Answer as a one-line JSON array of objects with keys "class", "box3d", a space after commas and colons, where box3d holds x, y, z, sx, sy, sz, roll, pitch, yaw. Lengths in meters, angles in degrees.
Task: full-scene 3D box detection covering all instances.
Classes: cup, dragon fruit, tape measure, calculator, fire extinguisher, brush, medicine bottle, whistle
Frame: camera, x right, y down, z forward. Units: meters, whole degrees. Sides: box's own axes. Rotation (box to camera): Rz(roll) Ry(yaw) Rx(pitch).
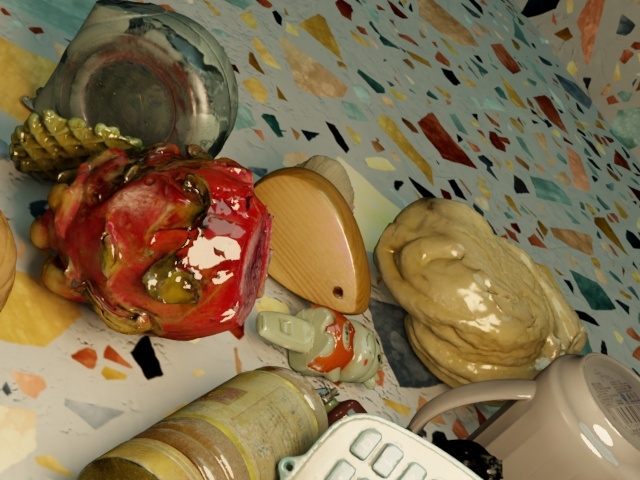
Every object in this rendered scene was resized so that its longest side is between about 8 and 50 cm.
[{"class": "cup", "box3d": [0.301, 0.308, 1.531, 0.323, 0.327, 0.237, 37, 29, -6]}, {"class": "dragon fruit", "box3d": [-0.217, 0.002, 1.338, 0.291, 0.250, 0.269, 14, 15, 7]}, {"class": "tape measure", "box3d": [-0.253, -0.210, 1.532, 0.275, 0.256, 0.147, 40, 27, -1]}, {"class": "calculator", "box3d": [0.105, 0.370, 1.200, 0.386, 0.256, 0.054, 39, -14, 2]}, {"class": "fire extinguisher", "box3d": [0.049, 0.293, 1.504, 0.231, 0.071, 0.099, 49, 51, 6]}, {"class": "brush", "box3d": [0.000, 0.000, 1.699, 0.266, 0.174, 0.166, 55, 22, 5]}, {"class": "medicine bottle", "box3d": [-0.124, 0.259, 1.238, 0.151, 0.151, 0.322, 51, 30, 8]}, {"class": "whistle", "box3d": [0.008, 0.151, 1.586, 0.253, 0.105, 0.101, 22, 21, -36]}]

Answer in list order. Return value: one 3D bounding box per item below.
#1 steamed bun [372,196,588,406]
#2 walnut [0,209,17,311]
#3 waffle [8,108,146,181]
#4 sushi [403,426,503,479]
[{"class": "steamed bun", "box3d": [0.256, 0.112, 1.811, 0.372, 0.230, 0.324, 32, 32, -27]}, {"class": "walnut", "box3d": [-0.428, 0.022, 1.093, 0.228, 0.228, 0.228, 32, 33, -24]}, {"class": "waffle", "box3d": [-0.321, -0.116, 1.432, 0.184, 0.169, 0.036, 19, 60, -30]}, {"class": "sushi", "box3d": [0.095, 0.340, 1.347, 0.219, 0.225, 0.238, 18, 13, 2]}]
